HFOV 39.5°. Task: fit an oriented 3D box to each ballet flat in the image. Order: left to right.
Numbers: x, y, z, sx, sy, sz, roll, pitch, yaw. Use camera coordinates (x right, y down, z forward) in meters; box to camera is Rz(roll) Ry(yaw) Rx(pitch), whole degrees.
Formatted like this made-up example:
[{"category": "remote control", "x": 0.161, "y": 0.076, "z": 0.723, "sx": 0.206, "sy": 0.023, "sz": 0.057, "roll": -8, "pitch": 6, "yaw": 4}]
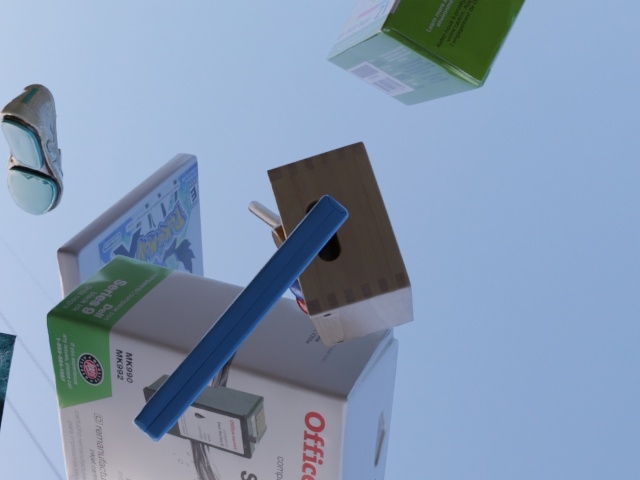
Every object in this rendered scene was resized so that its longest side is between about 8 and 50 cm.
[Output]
[{"category": "ballet flat", "x": -0.253, "y": -0.080, "z": 0.806, "sx": 0.057, "sy": 0.168, "sz": 0.052, "roll": 23, "pitch": -119, "yaw": -4}]

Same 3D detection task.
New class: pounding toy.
[{"category": "pounding toy", "x": 0.000, "y": 0.000, "z": 0.659, "sx": 0.100, "sy": 0.130, "sz": 0.141, "roll": -18, "pitch": -109, "yaw": 1}]

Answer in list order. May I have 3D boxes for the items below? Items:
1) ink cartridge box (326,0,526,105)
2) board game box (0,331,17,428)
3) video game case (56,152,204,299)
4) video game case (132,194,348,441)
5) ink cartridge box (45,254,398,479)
[{"category": "ink cartridge box", "x": 0.122, "y": -0.255, "z": 0.769, "sx": 0.255, "sy": 0.097, "sz": 0.189, "roll": -64, "pitch": -166, "yaw": -2}, {"category": "board game box", "x": -0.341, "y": 0.166, "z": 0.780, "sx": 0.026, "sy": 0.126, "sz": 0.186, "roll": -2, "pitch": -104, "yaw": 38}, {"category": "video game case", "x": -0.242, "y": 0.075, "z": 1.223, "sx": 0.036, "sy": 0.299, "sz": 0.329, "roll": 9, "pitch": -152, "yaw": 15}, {"category": "video game case", "x": -0.043, "y": 0.042, "z": 0.427, "sx": 0.015, "sy": 0.166, "sz": 0.119, "roll": 40, "pitch": -104, "yaw": -2}, {"category": "ink cartridge box", "x": -0.089, "y": 0.156, "z": 0.820, "sx": 0.289, "sy": 0.211, "sz": 0.121, "roll": 12, "pitch": -151, "yaw": 19}]
